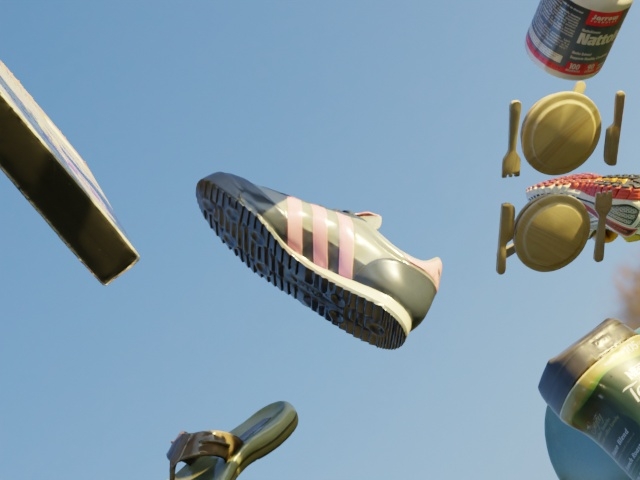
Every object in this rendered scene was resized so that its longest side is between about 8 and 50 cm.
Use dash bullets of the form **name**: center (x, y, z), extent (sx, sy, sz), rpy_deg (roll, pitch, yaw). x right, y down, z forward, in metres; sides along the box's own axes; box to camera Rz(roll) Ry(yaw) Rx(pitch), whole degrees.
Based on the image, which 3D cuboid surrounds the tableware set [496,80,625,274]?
- **tableware set**: center (0.232, -0.062, 1.441), extent (0.128, 0.039, 0.194), rpy_deg (-6, -65, -18)

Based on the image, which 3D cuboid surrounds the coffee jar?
- **coffee jar**: center (0.269, 0.148, 1.158), extent (0.096, 0.184, 0.079), rpy_deg (-31, -30, -30)

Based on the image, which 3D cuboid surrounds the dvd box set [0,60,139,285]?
- **dvd box set**: center (-0.377, -0.134, 1.791), extent (0.062, 0.420, 0.308), rpy_deg (-39, -64, -3)

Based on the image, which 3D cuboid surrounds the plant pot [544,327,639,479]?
- **plant pot**: center (0.422, 0.223, 1.734), extent (0.271, 0.272, 0.255), rpy_deg (-23, 0, -42)

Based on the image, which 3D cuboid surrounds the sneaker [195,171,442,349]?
- **sneaker**: center (0.000, 0.000, 1.721), extent (0.131, 0.319, 0.112), rpy_deg (-47, -13, -32)

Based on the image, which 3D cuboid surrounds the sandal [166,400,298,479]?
- **sandal**: center (-0.149, 0.275, 1.853), extent (0.120, 0.086, 0.303), rpy_deg (-12, 16, 40)

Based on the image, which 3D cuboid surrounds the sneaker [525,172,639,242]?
- **sneaker**: center (0.359, -0.041, 1.936), extent (0.088, 0.225, 0.093), rpy_deg (-13, -79, -27)

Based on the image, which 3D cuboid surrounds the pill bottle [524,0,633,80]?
- **pill bottle**: center (0.330, -0.297, 1.770), extent (0.108, 0.108, 0.180), rpy_deg (-29, -28, -34)
